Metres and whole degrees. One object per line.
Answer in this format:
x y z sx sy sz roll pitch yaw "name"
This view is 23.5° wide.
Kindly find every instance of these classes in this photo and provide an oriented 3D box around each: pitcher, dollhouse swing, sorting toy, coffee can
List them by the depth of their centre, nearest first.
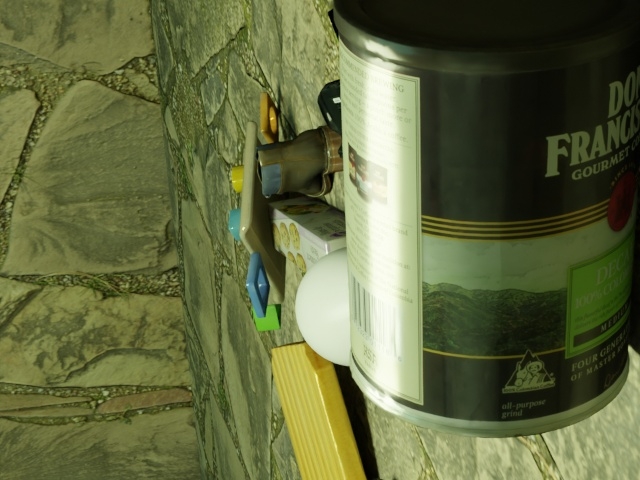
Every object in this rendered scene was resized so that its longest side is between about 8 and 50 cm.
0.114 -0.036 1.035 0.201 0.202 0.275 -121 24 -59 "coffee can"
0.064 0.085 1.575 0.177 0.125 0.207 65 156 0 "pitcher"
-0.080 0.337 2.023 0.305 0.315 0.347 60 168 -2 "dollhouse swing"
-0.086 -0.037 2.071 0.196 0.047 0.347 68 -160 -54 "sorting toy"

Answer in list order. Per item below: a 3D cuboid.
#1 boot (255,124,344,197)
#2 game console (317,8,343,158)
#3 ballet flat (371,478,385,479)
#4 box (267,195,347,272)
-0.040 -0.095 1.893 0.219 0.106 0.082 134 126 -74 "boot"
0.052 -0.132 1.532 0.361 0.044 0.213 -168 57 -79 "game console"
0.095 0.359 1.805 0.057 0.049 0.173 -37 61 36 "ballet flat"
0.000 0.000 1.885 0.324 0.063 0.067 -144 44 -73 "box"
